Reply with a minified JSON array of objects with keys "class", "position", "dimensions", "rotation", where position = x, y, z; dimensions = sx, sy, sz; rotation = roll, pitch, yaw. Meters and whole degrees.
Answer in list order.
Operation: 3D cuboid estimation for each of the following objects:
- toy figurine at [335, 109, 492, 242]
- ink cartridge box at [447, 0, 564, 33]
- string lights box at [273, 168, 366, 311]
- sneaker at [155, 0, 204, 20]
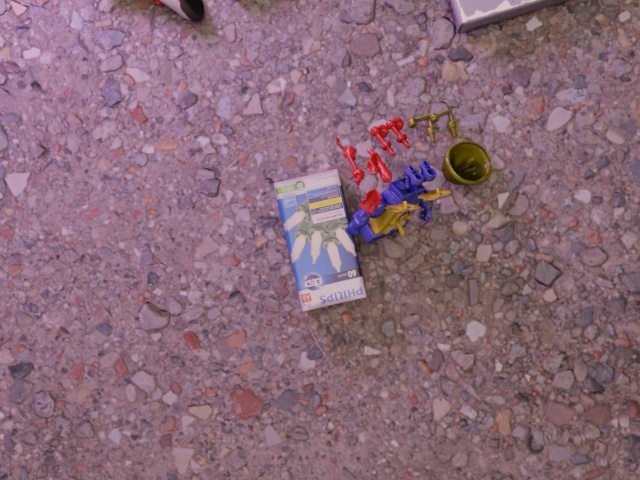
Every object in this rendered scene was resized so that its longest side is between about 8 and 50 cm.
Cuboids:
[{"class":"toy figurine","position":[0.146,-0.099,1.537],"dimensions":[0.362,0.217,0.191],"rotation":[-23,68,-41]},{"class":"ink cartridge box","position":[0.386,-0.619,1.566],"dimensions":[0.330,0.071,0.324],"rotation":[-16,85,1]},{"class":"string lights box","position":[0.000,0.000,1.560],"dimensions":[0.133,0.077,0.260],"rotation":[-13,88,0]},{"class":"sneaker","position":[-0.367,-0.530,1.587],"dimensions":[0.145,0.090,0.270],"rotation":[-32,108,27]}]
